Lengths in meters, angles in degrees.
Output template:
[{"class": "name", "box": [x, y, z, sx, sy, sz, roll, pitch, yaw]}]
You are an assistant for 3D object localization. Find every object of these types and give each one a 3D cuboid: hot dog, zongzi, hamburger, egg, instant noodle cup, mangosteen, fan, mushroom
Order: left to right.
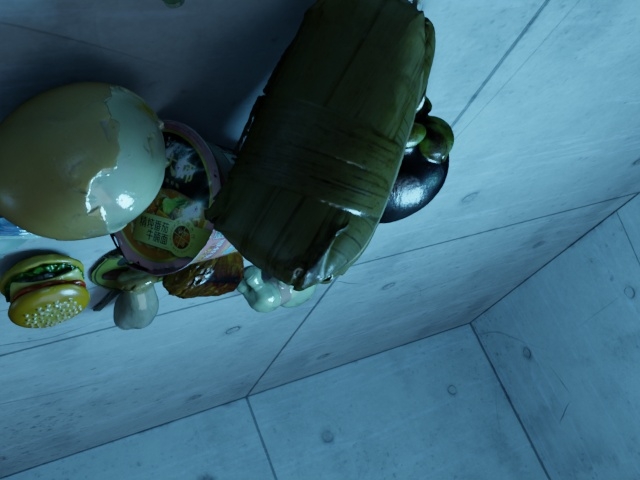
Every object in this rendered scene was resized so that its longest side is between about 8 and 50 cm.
[{"class": "hamburger", "box": [-0.511, 0.095, 1.262, 0.162, 0.115, 0.162, -22, 159, -9]}, {"class": "egg", "box": [-0.325, -0.099, 0.884, 0.244, 0.201, 0.201, -12, 160, 7]}, {"class": "fan", "box": [-0.406, 0.076, 1.474, 0.335, 0.011, 0.229, -38, 155, 33]}, {"class": "mushroom", "box": [-0.401, 0.130, 1.473, 0.097, 0.088, 0.212, 13, 143, -7]}, {"class": "hot dog", "box": [-0.253, 0.072, 1.490, 0.160, 0.099, 0.227, -33, 163, 7]}, {"class": "instant noodle cup", "box": [-0.182, -0.065, 1.114, 0.244, 0.244, 0.255, -34, 164, 26]}, {"class": "zongzi", "box": [0.042, -0.170, 1.057, 0.500, 0.218, 0.467, -64, 174, 0]}, {"class": "mangosteen", "box": [0.125, -0.156, 1.216, 0.243, 0.243, 0.243, -21, 159, -8]}]

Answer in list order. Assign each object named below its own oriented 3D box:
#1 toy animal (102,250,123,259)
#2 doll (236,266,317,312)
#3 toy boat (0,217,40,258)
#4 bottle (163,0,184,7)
[{"class": "toy animal", "box": [-0.310, -0.013, 1.254, 0.186, 0.094, 0.214, -12, 166, -9]}, {"class": "doll", "box": [-0.098, 0.132, 1.795, 0.275, 0.113, 0.155, 1, 145, -46]}, {"class": "toy boat", "box": [-0.520, 0.002, 1.141, 0.105, 0.034, 0.149, -12, 156, -23]}, {"class": "bottle", "box": [-0.179, -0.304, 0.777, 0.030, 0.030, 0.083, -22, 160, -4]}]
